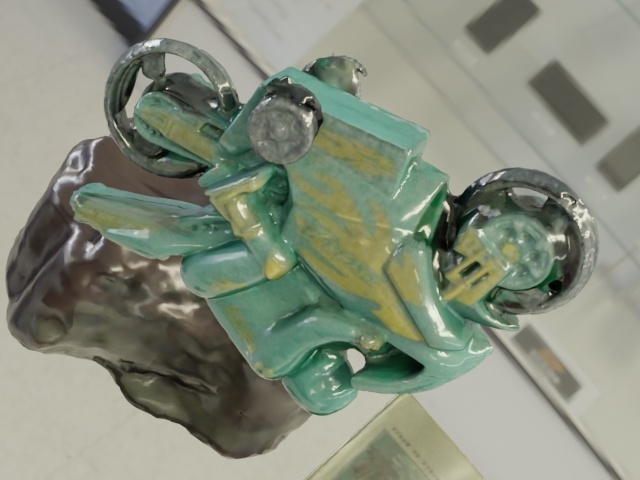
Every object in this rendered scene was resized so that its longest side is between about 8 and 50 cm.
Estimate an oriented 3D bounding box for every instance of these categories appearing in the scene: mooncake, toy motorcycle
[{"bbox_3d":[-0.143,0.029,1.660,0.381,0.212,0.350,18,39,-21],"label":"mooncake"},{"bbox_3d":[-0.002,-0.001,0.863,0.297,0.198,0.109,27,25,9],"label":"toy motorcycle"}]

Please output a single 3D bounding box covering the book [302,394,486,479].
[{"bbox_3d":[0.037,0.284,1.204,0.283,0.025,0.215,-42,92,-21],"label":"book"}]
